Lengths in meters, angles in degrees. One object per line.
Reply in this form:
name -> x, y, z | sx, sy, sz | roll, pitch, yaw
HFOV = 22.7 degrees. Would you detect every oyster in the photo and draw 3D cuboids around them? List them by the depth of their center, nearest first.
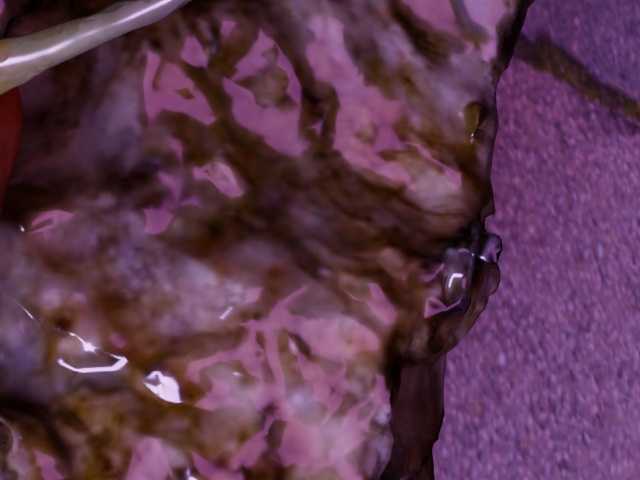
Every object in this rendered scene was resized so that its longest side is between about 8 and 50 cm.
oyster -> -0.016, -0.023, 0.506 | 0.204, 0.111, 0.396 | 32, 61, -24

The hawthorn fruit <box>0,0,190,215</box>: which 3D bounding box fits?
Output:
hawthorn fruit -> -0.098, -0.032, 0.365 | 0.165, 0.285, 0.165 | -5, 90, -67
